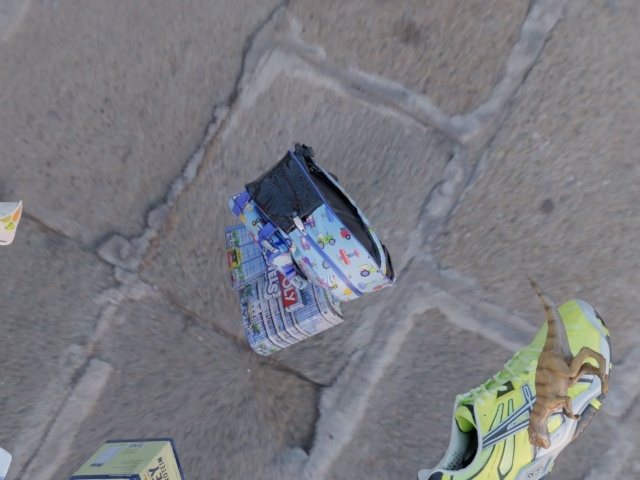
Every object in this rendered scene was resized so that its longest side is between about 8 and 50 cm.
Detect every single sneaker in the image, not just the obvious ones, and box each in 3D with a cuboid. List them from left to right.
[{"bbox_3d":[0.279,0.236,1.690,0.147,0.145,0.384,38,70,-18],"label":"sneaker"}]

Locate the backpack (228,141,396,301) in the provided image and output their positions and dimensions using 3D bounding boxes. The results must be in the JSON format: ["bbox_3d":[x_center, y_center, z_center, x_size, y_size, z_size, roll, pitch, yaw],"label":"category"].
[{"bbox_3d":[0.000,0.000,1.337,0.117,0.158,0.173,-39,72,2],"label":"backpack"}]

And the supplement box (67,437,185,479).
[{"bbox_3d":[-0.198,0.248,1.240,0.083,0.083,0.056,-6,108,24],"label":"supplement box"}]

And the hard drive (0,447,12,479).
[{"bbox_3d":[-0.469,0.260,1.310,0.210,0.318,0.040,23,57,-13],"label":"hard drive"}]

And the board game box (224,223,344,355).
[{"bbox_3d":[-0.035,0.036,1.682,0.194,0.060,0.194,-27,58,30],"label":"board game box"}]

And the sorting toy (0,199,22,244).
[{"bbox_3d":[-0.483,-0.021,1.776,0.083,0.075,0.045,0,49,-10],"label":"sorting toy"}]

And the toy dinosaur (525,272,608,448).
[{"bbox_3d":[0.285,0.144,1.434,0.112,0.064,0.211,4,83,20],"label":"toy dinosaur"}]
